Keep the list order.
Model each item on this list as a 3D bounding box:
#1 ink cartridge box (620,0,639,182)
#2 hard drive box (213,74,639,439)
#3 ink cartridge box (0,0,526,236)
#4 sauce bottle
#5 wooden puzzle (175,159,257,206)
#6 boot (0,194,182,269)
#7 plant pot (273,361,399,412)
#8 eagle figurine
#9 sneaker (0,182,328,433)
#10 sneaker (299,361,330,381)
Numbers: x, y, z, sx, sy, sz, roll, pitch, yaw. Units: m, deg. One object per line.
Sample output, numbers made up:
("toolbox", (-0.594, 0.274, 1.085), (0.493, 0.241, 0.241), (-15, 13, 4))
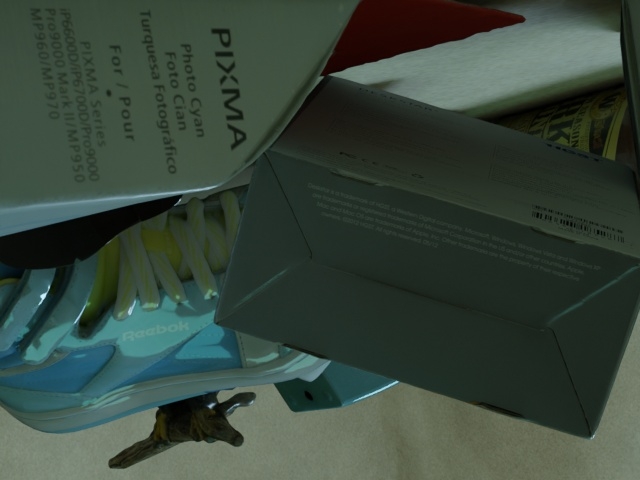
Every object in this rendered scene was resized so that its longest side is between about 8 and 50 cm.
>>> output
("ink cartridge box", (0.232, -0.070, 1.042), (0.128, 0.127, 0.176), (-8, 179, 8))
("hard drive box", (0.062, -0.002, 0.953), (0.181, 0.089, 0.232), (17, -165, 4))
("ink cartridge box", (-0.128, -0.038, 0.883), (0.308, 0.091, 0.385), (-12, 175, 40))
("sauce bottle", (0.234, -0.063, 1.438), (0.111, 0.111, 0.344), (-7, 175, -40))
("wooden puzzle", (-0.051, -0.048, 1.296), (0.239, 0.044, 0.221), (-4, 169, -7))
("boot", (-0.118, -0.023, 1.011), (0.106, 0.037, 0.114), (-17, -166, -1))
("plant pot", (0.046, 0.072, 2.060), (0.234, 0.165, 0.166), (-39, -167, -31))
("eagle figurine", (-0.182, 0.065, 1.688), (0.226, 0.298, 0.225), (-33, -162, 7))
("sneaker", (-0.108, 0.015, 1.169), (0.319, 0.127, 0.208), (-24, 149, 17))
("sneaker", (0.000, 0.000, 1.523), (0.127, 0.126, 0.321), (28, 139, -8))
